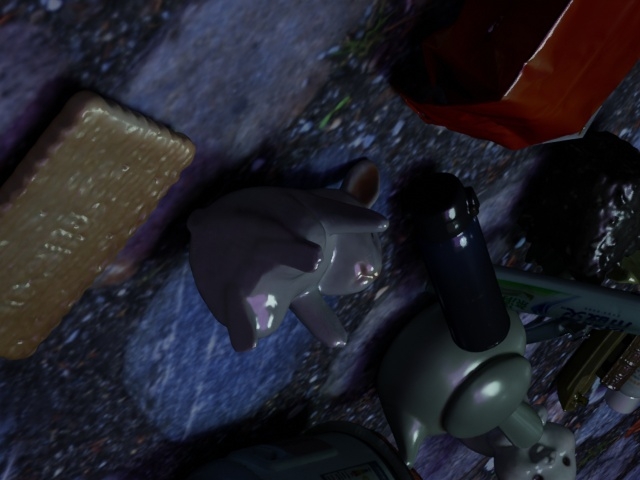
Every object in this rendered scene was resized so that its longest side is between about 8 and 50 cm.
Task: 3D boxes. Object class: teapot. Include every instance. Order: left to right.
[{"bbox_3d":[0.207,0.171,1.710,0.318,0.149,0.220,-2,133,-49],"label":"teapot"}]

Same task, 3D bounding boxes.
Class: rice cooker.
[{"bbox_3d":[-0.017,0.354,1.561,0.317,0.317,0.264,-8,95,-47],"label":"rice cooker"}]

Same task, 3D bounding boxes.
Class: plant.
[{"bbox_3d":[0.320,-0.027,1.607,0.129,0.132,0.194,-20,139,-34],"label":"plant"}]

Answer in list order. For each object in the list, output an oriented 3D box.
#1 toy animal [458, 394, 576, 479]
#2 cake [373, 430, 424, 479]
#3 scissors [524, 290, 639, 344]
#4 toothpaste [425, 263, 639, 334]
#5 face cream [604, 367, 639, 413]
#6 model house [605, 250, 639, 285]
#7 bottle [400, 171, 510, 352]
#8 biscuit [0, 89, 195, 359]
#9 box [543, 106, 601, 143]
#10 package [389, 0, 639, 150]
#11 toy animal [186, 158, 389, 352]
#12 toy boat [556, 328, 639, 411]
[{"bbox_3d":[0.287,0.308,1.962,0.127,0.193,0.178,-31,157,-19],"label":"toy animal"},{"bbox_3d":[0.041,0.364,1.866,0.158,0.159,0.262,-34,-175,-16],"label":"cake"},{"bbox_3d":[0.337,0.113,1.745,0.191,0.029,0.360,-19,179,10],"label":"scissors"},{"bbox_3d":[0.276,0.068,1.585,0.074,0.297,0.048,101,0,-52],"label":"toothpaste"},{"bbox_3d":[0.549,0.185,2.227,0.082,0.082,0.269,-18,144,-38],"label":"face cream"},{"bbox_3d":[0.580,-0.019,1.809,0.321,0.266,0.261,-39,155,-7],"label":"model house"},{"bbox_3d":[0.156,0.025,1.481,0.082,0.072,0.244,-13,136,13],"label":"bottle"},{"bbox_3d":[-0.218,-0.006,1.068,0.249,0.030,0.160,-49,151,11],"label":"biscuit"},{"bbox_3d":[0.257,-0.136,1.480,0.117,0.036,0.050,-10,137,-46],"label":"box"},{"bbox_3d":[0.245,-0.254,1.222,0.196,0.123,0.423,10,120,-53],"label":"package"},{"bbox_3d":[0.005,0.009,1.254,0.282,0.138,0.140,-5,130,-50],"label":"toy animal"},{"bbox_3d":[0.452,0.185,2.097,0.068,0.088,0.226,2,128,-53],"label":"toy boat"}]
